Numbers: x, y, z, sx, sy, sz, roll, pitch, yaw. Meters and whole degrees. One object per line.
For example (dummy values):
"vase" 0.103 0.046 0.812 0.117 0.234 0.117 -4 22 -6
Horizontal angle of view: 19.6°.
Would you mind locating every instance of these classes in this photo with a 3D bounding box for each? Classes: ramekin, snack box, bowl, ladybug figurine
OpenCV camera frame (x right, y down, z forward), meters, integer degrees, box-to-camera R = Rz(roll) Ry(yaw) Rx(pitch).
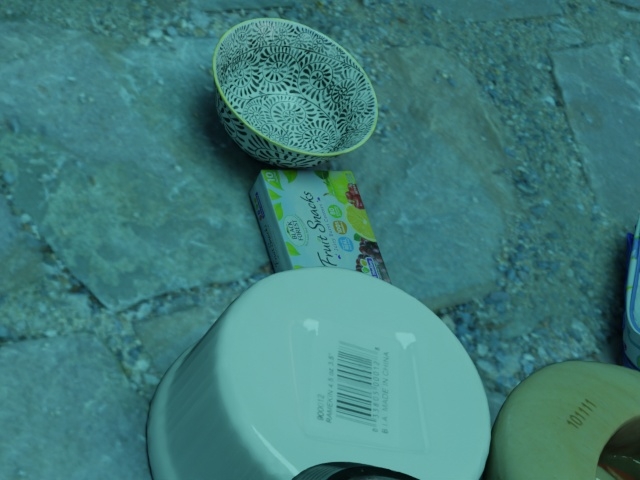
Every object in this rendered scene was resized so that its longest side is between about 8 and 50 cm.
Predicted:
"ramekin" 0.007 0.154 1.538 0.277 0.135 0.277 15 49 -18
"snack box" 0.000 0.000 1.726 0.100 0.037 0.141 -1 55 -28
"bowl" -0.037 -0.125 1.778 0.170 0.080 0.170 15 49 -18
"ladybug figurine" 0.313 0.298 1.568 0.449 0.162 0.305 43 44 7

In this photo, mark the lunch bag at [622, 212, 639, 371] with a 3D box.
"lunch bag" 0.387 0.050 1.833 0.176 0.090 0.219 5 45 11

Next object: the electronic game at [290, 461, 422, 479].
"electronic game" 0.066 0.247 1.337 0.229 0.048 0.229 26 28 -15
